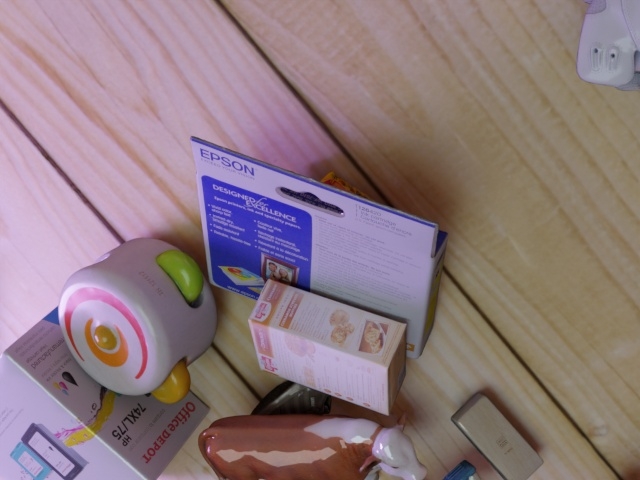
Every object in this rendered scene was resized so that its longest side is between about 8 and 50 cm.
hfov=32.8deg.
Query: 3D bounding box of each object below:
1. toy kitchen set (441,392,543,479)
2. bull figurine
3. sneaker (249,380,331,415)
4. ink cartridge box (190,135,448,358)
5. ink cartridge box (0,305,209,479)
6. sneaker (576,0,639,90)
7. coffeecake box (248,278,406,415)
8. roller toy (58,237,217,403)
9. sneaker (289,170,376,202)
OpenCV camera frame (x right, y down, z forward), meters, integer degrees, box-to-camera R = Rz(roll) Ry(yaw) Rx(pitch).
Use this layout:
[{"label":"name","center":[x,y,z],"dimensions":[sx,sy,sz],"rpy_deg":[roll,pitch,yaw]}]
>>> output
[{"label":"toy kitchen set","center":[0.165,0.311,1.477],"dimensions":[0.207,0.166,0.122],"rpy_deg":[-42,96,-6]},{"label":"bull figurine","center":[-0.006,0.296,1.467],"dimensions":[0.310,0.101,0.188],"rpy_deg":[4,139,12]},{"label":"sneaker","center":[-0.026,0.227,1.507],"dimensions":[0.071,0.066,0.188],"rpy_deg":[46,121,-6]},{"label":"ink cartridge box","center":[0.000,0.000,1.322],"dimensions":[0.304,0.072,0.307],"rpy_deg":[21,145,13]},{"label":"ink cartridge box","center":[-0.345,0.258,1.568],"dimensions":[0.270,0.198,0.197],"rpy_deg":[42,120,-2]},{"label":"sneaker","center":[0.393,-0.158,1.098],"dimensions":[0.210,0.137,0.365],"rpy_deg":[-22,80,33]},{"label":"coffeecake box","center":[0.011,0.137,1.382],"dimensions":[0.185,0.068,0.142],"rpy_deg":[18,150,15]},{"label":"roller toy","center":[-0.252,0.107,1.477],"dimensions":[0.191,0.146,0.209],"rpy_deg":[13,119,29]},{"label":"sneaker","center":[0.028,-0.049,1.366],"dimensions":[0.175,0.064,0.067],"rpy_deg":[14,100,9]}]
